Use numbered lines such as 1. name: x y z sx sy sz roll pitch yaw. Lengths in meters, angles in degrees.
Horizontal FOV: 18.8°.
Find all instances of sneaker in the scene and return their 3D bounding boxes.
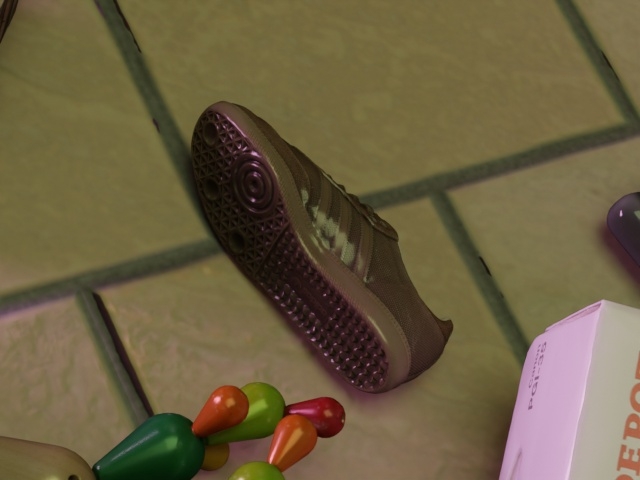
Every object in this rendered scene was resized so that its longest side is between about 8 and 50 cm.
1. sneaker: 0.000 0.000 1.079 0.071 0.066 0.188 -23 75 -46

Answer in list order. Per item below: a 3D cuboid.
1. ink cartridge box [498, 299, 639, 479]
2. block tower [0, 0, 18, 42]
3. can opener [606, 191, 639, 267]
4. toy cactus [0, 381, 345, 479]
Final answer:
1. ink cartridge box: 0.234 0.168 0.975 0.283 0.117 0.207 15 77 -6
2. block tower: -0.203 -0.168 1.081 0.097 0.091 0.335 21 57 -7
3. can opener: 0.287 0.071 1.135 0.283 0.076 0.095 53 26 15
4. toy cactus: -0.095 0.140 0.946 0.180 0.112 0.219 19 57 15
